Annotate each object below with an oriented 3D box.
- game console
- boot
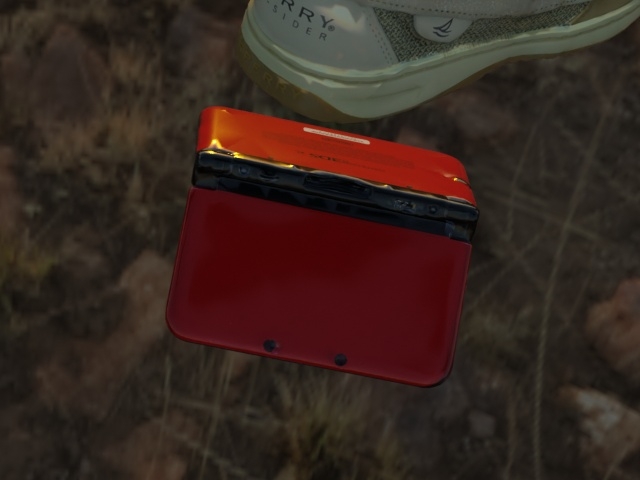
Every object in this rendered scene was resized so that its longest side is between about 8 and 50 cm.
[{"bbox_3d":[0.000,0.000,0.924,0.144,0.085,0.124,12,21,-7],"label":"game console"},{"bbox_3d":[0.072,-0.139,0.585,0.213,0.165,0.077,-28,58,-38],"label":"boot"}]
